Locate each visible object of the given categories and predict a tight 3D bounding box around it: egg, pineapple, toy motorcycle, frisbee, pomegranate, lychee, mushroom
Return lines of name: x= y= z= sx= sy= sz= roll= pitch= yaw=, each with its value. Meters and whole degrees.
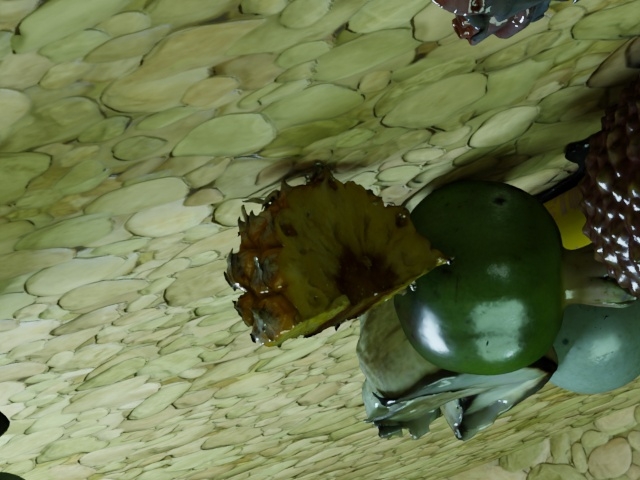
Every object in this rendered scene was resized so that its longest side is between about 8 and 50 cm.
egg: x=0.300 y=0.086 z=2.094 sx=0.169 sy=0.169 sz=0.236 roll=-22 pitch=166 yaw=6
pineapple: x=-0.001 y=0.001 z=1.532 sx=0.079 sy=0.135 sz=0.233 roll=-42 pitch=164 yaw=32
toy motorcycle: x=0.111 y=-0.171 z=1.173 sx=0.118 sy=0.084 sz=0.212 roll=-28 pitch=170 yaw=-4
frisbee: x=0.263 y=-0.069 z=1.820 sx=0.211 sy=0.012 sz=0.187 roll=-24 pitch=163 yaw=13
pomegranate: x=0.177 y=0.034 z=1.707 sx=0.225 sy=0.187 sz=0.187 roll=-1 pitch=167 yaw=12
lychee: x=0.343 y=-0.064 z=1.560 sx=0.271 sy=0.271 sz=0.271 roll=-19 pitch=164 yaw=-5
mushroom: x=0.137 y=0.101 z=1.964 sx=0.189 sy=0.164 sz=0.267 roll=-33 pitch=157 yaw=26

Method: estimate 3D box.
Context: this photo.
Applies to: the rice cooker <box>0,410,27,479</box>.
rice cooker: x=-0.385 y=0.231 z=1.531 sx=0.316 sy=0.317 sz=0.264 roll=-24 pitch=-179 yaw=12

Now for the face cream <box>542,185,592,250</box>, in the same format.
face cream: x=0.335 y=-0.057 z=1.783 sx=0.273 sy=0.078 sz=0.078 roll=-29 pitch=162 yaw=26
